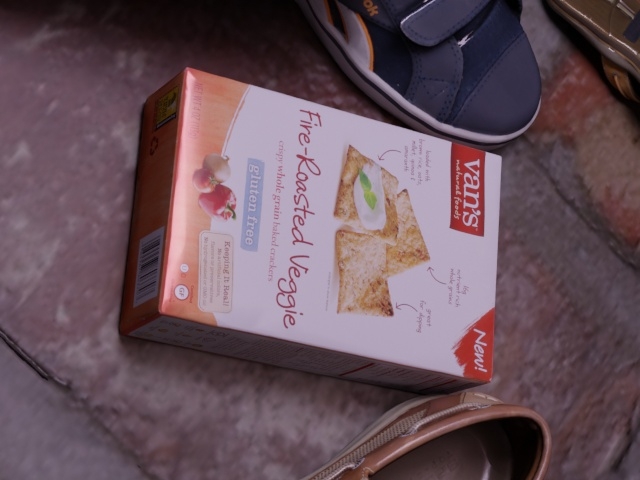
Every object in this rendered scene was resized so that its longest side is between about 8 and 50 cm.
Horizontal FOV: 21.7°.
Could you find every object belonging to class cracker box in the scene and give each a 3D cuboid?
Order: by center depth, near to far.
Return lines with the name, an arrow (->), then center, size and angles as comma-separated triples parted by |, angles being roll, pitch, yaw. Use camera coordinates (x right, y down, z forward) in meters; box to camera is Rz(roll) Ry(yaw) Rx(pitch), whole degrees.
cracker box -> 0.000, 0.000, 1.042 | 0.232, 0.067, 0.155 | 13, 70, -27

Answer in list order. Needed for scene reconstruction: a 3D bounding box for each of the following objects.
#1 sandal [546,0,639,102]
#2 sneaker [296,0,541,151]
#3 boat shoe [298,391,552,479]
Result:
sandal -> 0.232, -0.135, 1.233 | 0.180, 0.049, 0.072 | 41, 53, 3
sneaker -> 0.048, -0.193, 1.095 | 0.321, 0.127, 0.126 | 45, 58, -13
boat shoe -> 0.014, 0.187, 0.965 | 0.324, 0.116, 0.123 | -41, 98, -32
